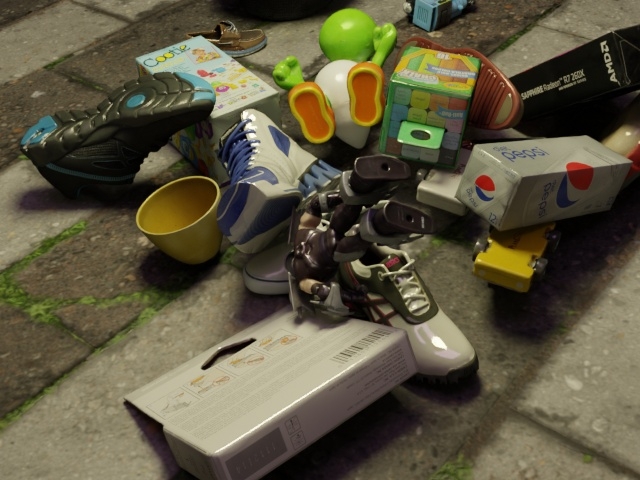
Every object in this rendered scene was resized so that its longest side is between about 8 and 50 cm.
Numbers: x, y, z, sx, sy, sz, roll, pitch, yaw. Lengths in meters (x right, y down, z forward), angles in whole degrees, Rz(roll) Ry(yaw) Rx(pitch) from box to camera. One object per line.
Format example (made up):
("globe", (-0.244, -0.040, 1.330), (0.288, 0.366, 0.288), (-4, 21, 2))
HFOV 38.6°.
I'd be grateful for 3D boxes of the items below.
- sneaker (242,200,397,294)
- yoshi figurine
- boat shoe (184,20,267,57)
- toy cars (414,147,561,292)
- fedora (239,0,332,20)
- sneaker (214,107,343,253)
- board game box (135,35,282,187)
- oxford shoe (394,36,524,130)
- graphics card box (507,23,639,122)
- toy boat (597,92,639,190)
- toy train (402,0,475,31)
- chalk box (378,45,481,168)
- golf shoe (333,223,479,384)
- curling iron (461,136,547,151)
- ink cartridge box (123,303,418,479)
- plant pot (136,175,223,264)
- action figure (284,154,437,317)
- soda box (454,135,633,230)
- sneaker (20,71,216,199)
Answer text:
("sneaker", (0.000, 0.000, 1.376), (0.258, 0.091, 0.094), (-21, 42, -20))
("yoshi figurine", (0.039, -0.308, 1.604), (0.203, 0.203, 0.362), (29, 22, -5))
("boat shoe", (-0.201, -0.429, 1.948), (0.183, 0.066, 0.066), (-18, 41, -18))
("toy cars", (0.246, -0.026, 1.404), (0.176, 0.087, 0.394), (-2, 33, -19))
("fedora", (-0.077, -0.603, 2.088), (0.333, 0.153, 0.334), (-2, 39, 1))
("sneaker", (-0.101, -0.100, 1.386), (0.182, 0.127, 0.315), (41, 23, 8))
("board game box", (-0.200, -0.238, 1.648), (0.144, 0.142, 0.275), (-26, 44, -24))
("oxford shoe", (0.276, -0.284, 1.673), (0.130, 0.123, 0.348), (15, 21, -35))
("graphics card box", (0.492, -0.289, 1.547), (0.232, 0.094, 0.371), (-16, 3, -16))
("toy boat", (0.548, -0.148, 1.515), (0.151, 0.151, 0.231), (39, 49, 2))
("toy train", (0.270, -0.536, 2.048), (0.184, 0.080, 0.105), (-29, 54, -32))
("chalk box", (0.174, -0.209, 1.470), (0.132, 0.132, 0.213), (13, 33, 8))
("golf shoe", (0.107, 0.088, 1.241), (0.105, 0.120, 0.273), (-25, 45, -27))
("curling iron", (0.259, -0.171, 1.600), (0.273, 0.068, 0.035), (3, 41, 3))
("ink cartridge box", (-0.067, 0.187, 1.171), (0.296, 0.066, 0.261), (-28, 19, -28))
("plant pot", (-0.201, -0.020, 1.402), (0.134, 0.095, 0.134), (-13, 39, 11))
("action figure", (0.030, 0.000, 1.214), (0.099, 0.285, 0.185), (0, 68, -30))
("soda box", (0.337, -0.091, 1.361), (0.286, 0.091, 0.098), (-9, 38, -40))
("sneaker", (-0.319, -0.175, 1.521), (0.340, 0.140, 0.125), (-15, 38, 15))
